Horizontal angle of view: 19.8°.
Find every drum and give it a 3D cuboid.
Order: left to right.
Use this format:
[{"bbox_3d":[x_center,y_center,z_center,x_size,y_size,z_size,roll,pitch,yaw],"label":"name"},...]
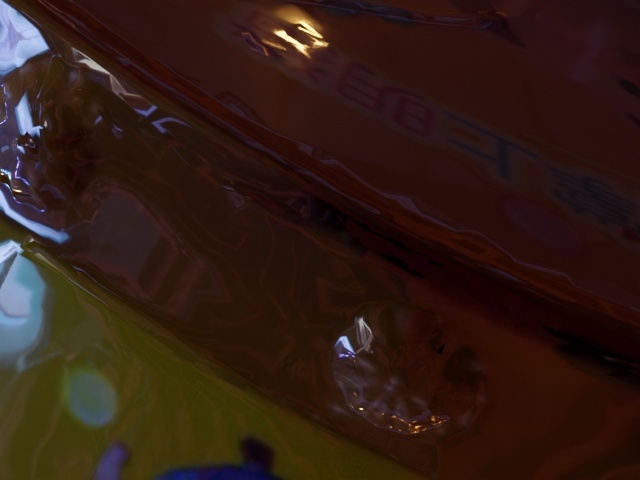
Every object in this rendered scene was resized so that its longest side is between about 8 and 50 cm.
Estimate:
[{"bbox_3d":[0.000,0.000,0.570,0.431,0.431,0.214,29,-64,3],"label":"drum"}]
